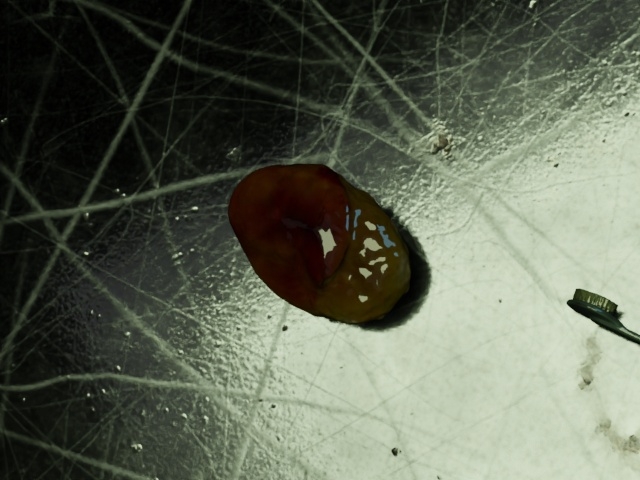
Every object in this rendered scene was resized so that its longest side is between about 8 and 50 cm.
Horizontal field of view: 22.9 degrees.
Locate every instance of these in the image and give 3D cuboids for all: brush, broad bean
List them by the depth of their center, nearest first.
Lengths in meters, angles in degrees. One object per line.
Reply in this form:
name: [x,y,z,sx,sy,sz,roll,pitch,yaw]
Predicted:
brush: [0.387,0.122,1.696,0.266,0.062,0.027,28,84,13]
broad bean: [-0.002,0.001,1.789,0.228,0.122,0.156,40,92,21]
